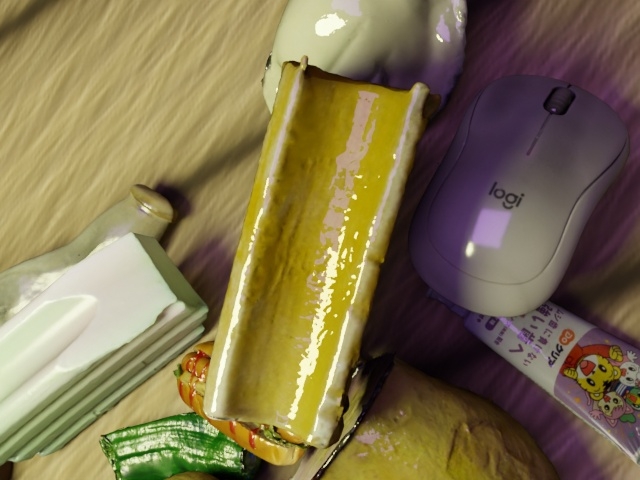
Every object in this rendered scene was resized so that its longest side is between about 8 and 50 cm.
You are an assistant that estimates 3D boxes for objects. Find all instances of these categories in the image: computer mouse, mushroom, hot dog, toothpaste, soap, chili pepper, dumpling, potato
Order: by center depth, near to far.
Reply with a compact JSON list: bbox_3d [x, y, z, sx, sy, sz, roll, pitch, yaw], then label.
[{"bbox_3d":[0.000,0.000,0.797,0.156,0.293,0.335,14,98,-3],"label":"soap"},{"bbox_3d":[0.126,0.257,0.829,0.266,0.229,0.229,33,95,4],"label":"potato"},{"bbox_3d":[0.209,-0.065,0.832,0.184,0.121,0.296,30,77,19],"label":"computer mouse"},{"bbox_3d":[0.258,0.119,0.864,0.299,0.073,0.114,34,82,14],"label":"toothpaste"},{"bbox_3d":[-0.091,0.182,0.920,0.250,0.076,0.104,21,79,49],"label":"hot dog"},{"bbox_3d":[0.059,-0.230,0.940,0.227,0.243,0.175,42,59,1],"label":"dumpling"},{"bbox_3d":[-0.301,0.141,0.973,0.347,0.208,0.115,-38,74,12],"label":"soap"},{"bbox_3d":[-0.184,0.270,0.998,0.224,0.061,0.098,-8,86,19],"label":"chili pepper"},{"bbox_3d":[-0.340,0.047,1.062,0.351,0.097,0.109,-32,77,9],"label":"mushroom"}]

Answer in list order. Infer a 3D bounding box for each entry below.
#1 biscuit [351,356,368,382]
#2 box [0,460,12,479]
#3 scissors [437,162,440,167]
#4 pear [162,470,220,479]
[{"bbox_3d":[0.008,0.162,0.966,0.081,0.018,0.083,33,94,19],"label":"biscuit"},{"bbox_3d":[-0.581,0.305,1.050,0.301,0.216,0.300,-2,84,20],"label":"box"},{"bbox_3d":[0.164,-0.060,0.944,0.036,0.006,0.083,-35,74,14],"label":"scissors"},{"bbox_3d":[-0.152,0.392,0.899,0.188,0.211,0.228,9,56,5],"label":"pear"}]
